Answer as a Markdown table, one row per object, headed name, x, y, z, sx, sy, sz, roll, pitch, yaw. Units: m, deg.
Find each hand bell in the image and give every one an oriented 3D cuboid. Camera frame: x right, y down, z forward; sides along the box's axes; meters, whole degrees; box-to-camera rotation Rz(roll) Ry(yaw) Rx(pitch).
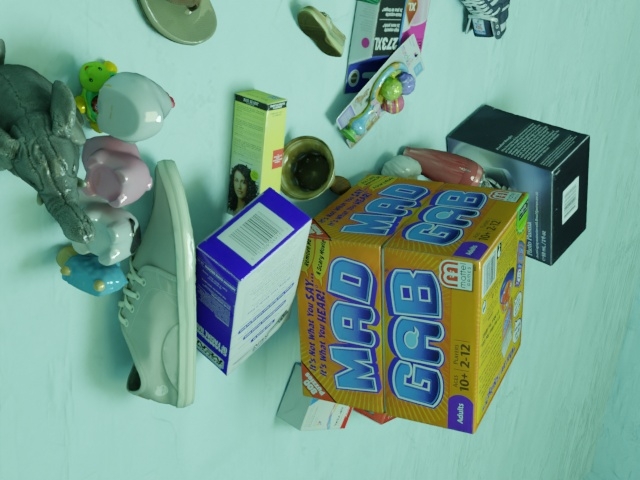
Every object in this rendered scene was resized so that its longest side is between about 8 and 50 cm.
| name | x | y | z | sx | sy | sz | roll | pitch | yaw |
| --- | --- | --- | --- | --- | --- | --- | --- | --- | --- |
| hand bell | 0.015 | -0.121 | 1.827 | 0.242 | 0.126 | 0.126 | 19 | 94 | -66 |

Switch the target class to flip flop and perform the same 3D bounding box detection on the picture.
| name | x | y | z | sx | sy | sz | roll | pitch | yaw |
| --- | --- | --- | --- | --- | --- | --- | --- | --- | --- |
| flip flop | -0.224 | -0.405 | 1.357 | 0.112 | 0.080 | 0.277 | -47 | 140 | -25 |

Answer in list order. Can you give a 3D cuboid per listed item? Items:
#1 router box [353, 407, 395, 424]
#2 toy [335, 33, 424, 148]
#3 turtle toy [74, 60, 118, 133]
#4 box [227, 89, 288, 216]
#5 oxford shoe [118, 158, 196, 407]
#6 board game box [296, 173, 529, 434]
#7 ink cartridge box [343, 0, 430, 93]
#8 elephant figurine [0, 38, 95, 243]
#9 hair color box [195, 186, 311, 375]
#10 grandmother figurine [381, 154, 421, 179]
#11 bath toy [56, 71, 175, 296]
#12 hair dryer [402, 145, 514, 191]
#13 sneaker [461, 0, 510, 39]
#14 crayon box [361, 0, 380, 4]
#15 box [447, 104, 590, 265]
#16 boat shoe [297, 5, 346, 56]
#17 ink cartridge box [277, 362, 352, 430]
| name | x | y | z | sx | sy | sz | roll | pitch | yaw |
| --- | --- | --- | --- | --- | --- | --- | --- | --- | --- |
| router box | 0.225 | 0.280 | 2.249 | 0.335 | 0.082 | 0.301 | 3 | 110 | -66 |
| toy | 0.138 | -0.290 | 1.858 | 0.237 | 0.056 | 0.137 | -45 | 155 | -4 |
| turtle toy | -0.318 | -0.217 | 1.353 | 0.095 | 0.066 | 0.130 | -56 | 143 | -14 |
| box | -0.115 | -0.148 | 1.640 | 0.058 | 0.087 | 0.232 | -19 | 122 | -46 |
| oxford shoe | -0.274 | 0.085 | 1.525 | 0.130 | 0.169 | 0.449 | 0 | 113 | -11 |
| board game box | 0.190 | 0.107 | 1.807 | 0.356 | 0.356 | 0.356 | -41 | 134 | -56 |
| ink cartridge box | 0.146 | -0.474 | 1.818 | 0.175 | 0.069 | 0.371 | -15 | 123 | -48 |
| elephant figurine | -0.364 | -0.131 | 1.176 | 0.186 | 0.239 | 0.169 | 27 | 96 | -33 |
| hair color box | -0.131 | 0.081 | 1.629 | 0.185 | 0.110 | 0.339 | -42 | 159 | -31 |
| grandmother figurine | 0.182 | -0.041 | 2.074 | 0.208 | 0.104 | 0.342 | -40 | 140 | -44 |
| bath toy | -0.302 | -0.093 | 1.341 | 0.129 | 0.151 | 0.348 | -37 | 154 | -58 |
| hair dryer | 0.297 | -0.130 | 2.112 | 0.293 | 0.223 | 0.080 | 35 | 64 | -33 |
| sneaker | 0.343 | -0.527 | 2.006 | 0.282 | 0.099 | 0.153 | -12 | 116 | -52 |
| crayon box | 0.058 | -0.563 | 1.560 | 0.081 | 0.165 | 0.278 | 4 | 106 | -53 |
| box | 0.484 | -0.136 | 2.236 | 0.182 | 0.294 | 0.296 | -40 | 137 | -30 |
| boat shoe | 0.006 | -0.395 | 1.686 | 0.153 | 0.056 | 0.048 | 37 | 70 | -55 |
| ink cartridge box | 0.014 | 0.360 | 2.096 | 0.231 | 0.078 | 0.134 | 13 | 99 | -55 |
